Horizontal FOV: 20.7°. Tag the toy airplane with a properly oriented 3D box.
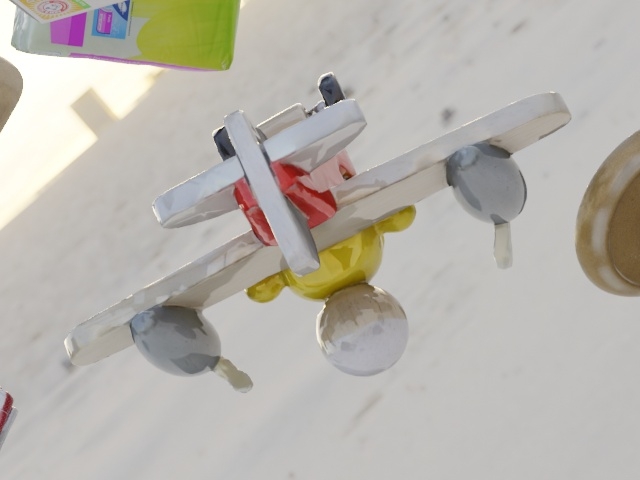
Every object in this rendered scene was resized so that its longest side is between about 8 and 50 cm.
[{"bbox_3d":[0.000,0.000,1.584,0.384,0.272,0.386,-29,4,-39],"label":"toy airplane"}]

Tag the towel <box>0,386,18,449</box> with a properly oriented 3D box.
[{"bbox_3d":[-0.471,0.197,1.605,0.037,0.329,0.237,93,-167,-52],"label":"towel"}]

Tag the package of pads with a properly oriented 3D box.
[{"bbox_3d":[-0.181,-0.326,1.785,0.229,0.296,0.101,4,7,-23],"label":"package of pads"}]

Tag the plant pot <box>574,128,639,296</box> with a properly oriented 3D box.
[{"bbox_3d":[0.405,-0.032,2.063,0.236,0.236,0.032,-41,39,-3],"label":"plant pot"}]

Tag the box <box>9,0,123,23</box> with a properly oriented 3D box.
[{"bbox_3d":[-0.178,-0.275,1.490,0.203,0.114,0.103,-13,-19,17],"label":"box"}]

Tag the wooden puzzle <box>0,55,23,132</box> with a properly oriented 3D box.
[{"bbox_3d":[-0.532,-0.099,2.051,0.080,0.322,0.348,30,93,45],"label":"wooden puzzle"}]
